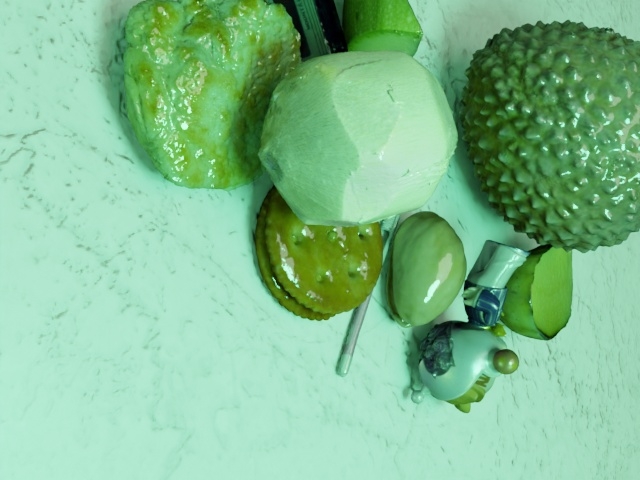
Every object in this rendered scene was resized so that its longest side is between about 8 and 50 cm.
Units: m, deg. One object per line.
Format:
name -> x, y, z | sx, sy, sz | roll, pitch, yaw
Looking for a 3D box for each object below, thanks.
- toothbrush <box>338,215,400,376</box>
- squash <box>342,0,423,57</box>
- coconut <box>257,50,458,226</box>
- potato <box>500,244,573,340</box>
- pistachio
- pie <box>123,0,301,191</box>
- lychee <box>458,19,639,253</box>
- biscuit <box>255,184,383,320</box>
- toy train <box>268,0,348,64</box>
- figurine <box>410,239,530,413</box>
toothbrush -> 0.073, 0.071, 1.186 | 0.025, 0.020, 0.287 | 22, 67, -6
squash -> 0.059, -0.319, 1.144 | 0.085, 0.192, 0.184 | -26, 79, -13
coconut -> 0.036, -0.122, 0.955 | 0.230, 0.227, 0.227 | -17, 97, -31
potato -> 0.372, 0.089, 1.408 | 0.271, 0.111, 0.160 | -23, 109, -57
pistachio -> 0.160, 0.046, 1.209 | 0.124, 0.124, 0.185 | 35, 68, -36
pie -> -0.123, -0.192, 0.976 | 0.274, 0.105, 0.257 | -37, 119, -39
lychee -> 0.423, -0.176, 1.320 | 0.432, 0.380, 0.380 | 38, 59, -9
biscuit -> 0.000, 0.000, 1.095 | 0.220, 0.066, 0.221 | 10, 75, -42
toy train -> -0.043, -0.363, 1.077 | 0.086, 0.089, 0.410 | -43, 118, -66
figurine -> 0.243, 0.135, 1.213 | 0.133, 0.194, 0.274 | 18, 115, -18
